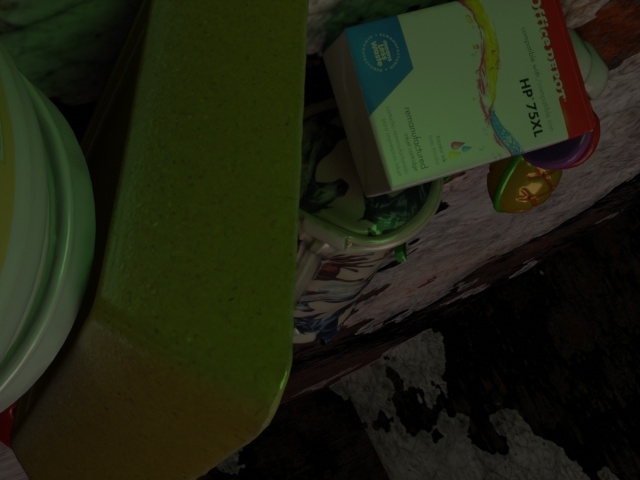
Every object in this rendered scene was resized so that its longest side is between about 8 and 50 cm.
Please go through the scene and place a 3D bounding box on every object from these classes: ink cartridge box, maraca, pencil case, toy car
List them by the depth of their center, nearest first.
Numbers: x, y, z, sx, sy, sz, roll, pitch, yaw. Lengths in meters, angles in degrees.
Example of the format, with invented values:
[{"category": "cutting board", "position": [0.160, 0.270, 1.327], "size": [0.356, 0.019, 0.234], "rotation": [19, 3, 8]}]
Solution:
[{"category": "ink cartridge box", "position": [0.134, -0.131, 0.710], "size": [0.231, 0.134, 0.078], "rotation": [-18, -178, -13]}, {"category": "pencil case", "position": [0.000, 0.000, 0.917], "size": [0.160, 0.183, 0.410], "rotation": [20, 158, -3]}, {"category": "toy car", "position": [0.250, -0.141, 0.947], "size": [0.159, 0.136, 0.182], "rotation": [-34, 164, 26]}, {"category": "maraca", "position": [0.306, -0.118, 1.223], "size": [0.127, 0.099, 0.186], "rotation": [-17, 137, -53]}]

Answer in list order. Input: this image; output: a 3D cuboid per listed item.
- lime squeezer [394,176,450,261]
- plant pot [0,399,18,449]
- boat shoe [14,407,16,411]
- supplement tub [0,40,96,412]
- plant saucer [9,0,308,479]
[{"category": "lime squeezer", "position": [0.145, -0.070, 1.042], "size": [0.310, 0.110, 0.059], "rotation": [-44, 138, -33]}, {"category": "plant pot", "position": [-0.229, 0.098, 0.834], "size": [0.174, 0.191, 0.191], "rotation": [-36, 163, 20]}, {"category": "boat shoe", "position": [-0.253, 0.116, 1.010], "size": [0.320, 0.118, 0.103], "rotation": [-38, 159, 14]}, {"category": "supplement tub", "position": [-0.244, -0.024, 0.273], "size": [0.241, 0.241, 0.331], "rotation": [-29, 165, 8]}, {"category": "plant saucer", "position": [-0.117, -0.005, 0.542], "size": [0.081, 0.333, 0.333], "rotation": [16, 146, -22]}]
